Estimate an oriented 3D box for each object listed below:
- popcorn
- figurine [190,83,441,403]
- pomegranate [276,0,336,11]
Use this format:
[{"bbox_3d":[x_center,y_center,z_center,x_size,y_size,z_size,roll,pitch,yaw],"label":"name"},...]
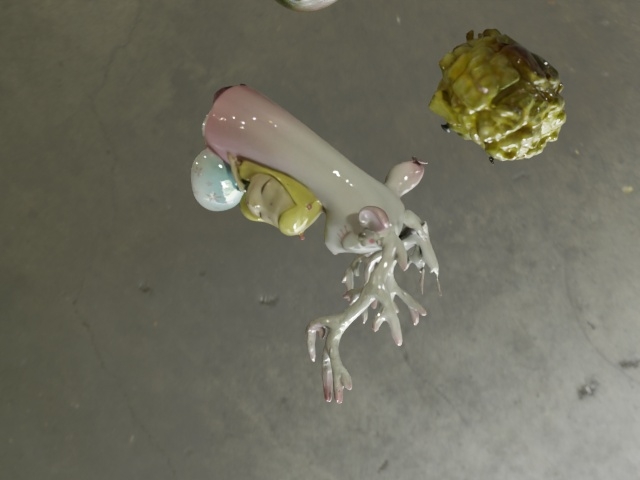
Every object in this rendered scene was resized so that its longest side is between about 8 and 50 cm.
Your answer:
[{"bbox_3d":[0.263,-0.212,1.506,0.189,0.218,0.169,40,102,25],"label":"popcorn"},{"bbox_3d":[0.009,-0.008,1.206,0.316,0.206,0.284,33,129,26],"label":"figurine"},{"bbox_3d":[0.003,-0.449,1.531,0.224,0.181,0.181,-19,108,16],"label":"pomegranate"}]
